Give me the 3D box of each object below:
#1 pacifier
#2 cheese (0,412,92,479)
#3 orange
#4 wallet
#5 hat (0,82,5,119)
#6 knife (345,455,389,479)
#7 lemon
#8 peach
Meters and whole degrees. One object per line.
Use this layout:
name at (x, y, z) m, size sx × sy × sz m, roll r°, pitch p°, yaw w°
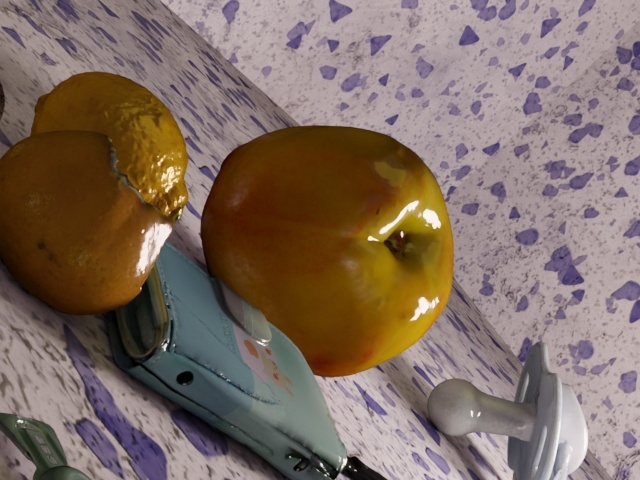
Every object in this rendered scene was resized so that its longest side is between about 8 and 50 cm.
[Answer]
pacifier at (0.271, 0.277, 1.850) m, size 0.233 × 0.244 × 0.299 m, roll 16°, pitch 15°, yaw -2°
cheese at (-0.155, 0.152, 0.749) m, size 0.121 × 0.026 × 0.067 m, roll 52°, pitch 9°, yaw 30°
orange at (-0.193, -0.018, 0.993) m, size 0.156 × 0.134 × 0.157 m, roll 44°, pitch 22°, yaw -23°
wallet at (-0.086, 0.111, 1.117) m, size 0.250 × 0.075 × 0.176 m, roll 42°, pitch 14°, yaw -36°
hat at (-0.340, -0.150, 1.204) m, size 0.058 × 0.042 × 0.087 m, roll -79°, pitch 160°, yaw -76°
knife at (0.009, 0.212, 1.306) m, size 0.245 × 0.019 × 0.072 m, roll 40°, pitch 10°, yaw -27°
lemon at (-0.204, -0.086, 1.208) m, size 0.187 × 0.142 × 0.142 m, roll 43°, pitch 8°, yaw 5°
peach at (0.000, 0.005, 1.419) m, size 0.307 × 0.289 × 0.289 m, roll 0°, pitch -30°, yaw 44°
